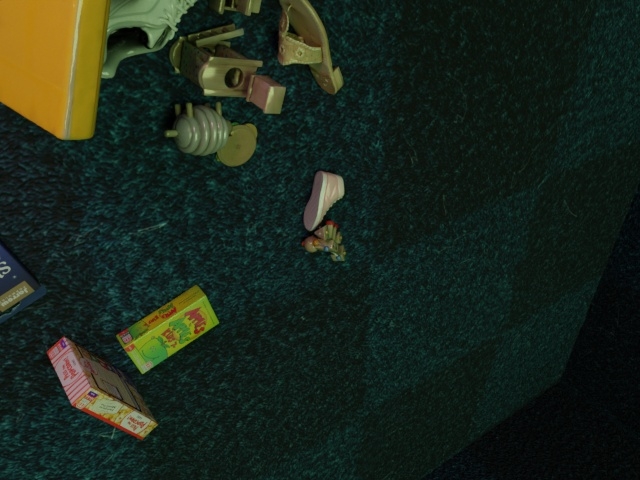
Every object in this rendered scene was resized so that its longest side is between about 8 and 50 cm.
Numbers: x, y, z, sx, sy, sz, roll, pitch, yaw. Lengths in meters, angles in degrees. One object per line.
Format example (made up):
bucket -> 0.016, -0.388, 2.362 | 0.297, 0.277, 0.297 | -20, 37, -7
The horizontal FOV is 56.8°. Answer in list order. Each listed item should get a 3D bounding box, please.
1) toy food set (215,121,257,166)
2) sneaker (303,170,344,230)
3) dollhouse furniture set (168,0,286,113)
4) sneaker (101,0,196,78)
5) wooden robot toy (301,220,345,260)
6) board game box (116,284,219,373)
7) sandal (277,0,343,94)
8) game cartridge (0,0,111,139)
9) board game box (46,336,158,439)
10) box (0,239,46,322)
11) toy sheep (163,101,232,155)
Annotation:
toy food set -> -0.153, -0.173, 1.067 | 0.083, 0.020, 0.083 | -6, 124, -39
sneaker -> 0.012, -0.081, 1.261 | 0.070, 0.051, 0.134 | 0, 115, -36
dollhouse furniture set -> -0.132, -0.295, 0.869 | 0.101, 0.182, 0.160 | -8, 125, -38
sneaker -> -0.220, -0.324, 0.804 | 0.292, 0.118, 0.110 | -39, 159, -10
wooden robot toy -> 0.000, 0.000, 1.314 | 0.173, 0.079, 0.076 | 39, 52, -68
board game box -> -0.301, 0.177, 1.182 | 0.181, 0.043, 0.092 | -33, 137, -19
sandal -> -0.034, -0.319, 1.013 | 0.079, 0.088, 0.240 | -50, 145, -9
game cartridge -> -0.318, -0.307, 0.619 | 0.053, 0.285, 0.323 | -19, 134, -56
board game box -> -0.398, 0.272, 1.089 | 0.045, 0.147, 0.193 | -43, 138, -8
box -> -0.529, 0.057, 0.894 | 0.136, 0.036, 0.225 | -36, 139, -15
toy sheep -> -0.200, -0.182, 0.971 | 0.132, 0.091, 0.091 | -14, 128, -41
